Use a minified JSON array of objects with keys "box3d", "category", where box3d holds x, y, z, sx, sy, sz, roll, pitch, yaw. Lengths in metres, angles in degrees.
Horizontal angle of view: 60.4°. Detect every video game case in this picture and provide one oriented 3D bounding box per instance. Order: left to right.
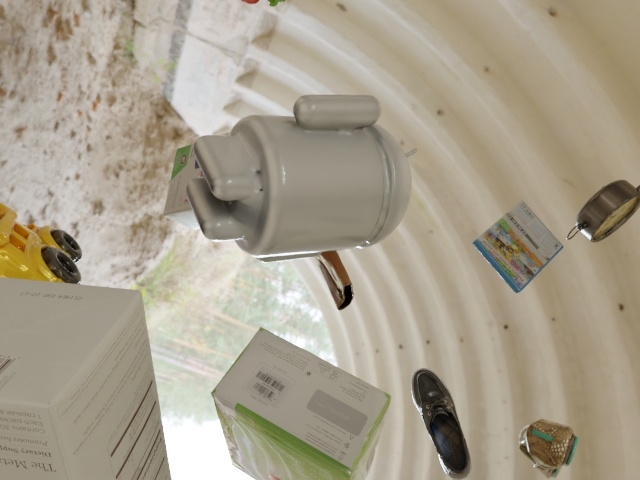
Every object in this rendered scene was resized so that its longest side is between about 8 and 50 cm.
[{"box3d":[0.368,0.008,1.017,0.166,0.119,0.015,-34,170,-33],"category":"video game case"}]

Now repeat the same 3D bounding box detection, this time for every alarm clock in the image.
[{"box3d":[0.550,-0.052,1.081,0.064,0.192,0.129,50,-23,29],"category":"alarm clock"}]

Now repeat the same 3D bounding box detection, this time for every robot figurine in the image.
[{"box3d":[-0.011,-0.082,0.816,0.200,0.353,0.300,62,-38,35],"category":"robot figurine"}]

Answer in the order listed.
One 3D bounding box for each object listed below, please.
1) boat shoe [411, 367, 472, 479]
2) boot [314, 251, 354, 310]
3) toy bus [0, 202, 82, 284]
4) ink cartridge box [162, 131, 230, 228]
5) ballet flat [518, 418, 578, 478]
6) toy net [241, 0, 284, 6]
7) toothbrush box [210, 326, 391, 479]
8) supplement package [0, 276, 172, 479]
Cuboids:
[{"box3d":[0.240,0.358,1.100,0.076,0.080,0.228,70,6,-60],"category":"boat shoe"},{"box3d":[0.000,0.000,1.308,0.264,0.096,0.280,97,-25,-54],"category":"boot"},{"box3d":[-0.501,0.017,0.857,0.149,0.211,0.220,-37,-149,-1],"category":"toy bus"},{"box3d":[-0.193,-0.116,1.068,0.212,0.093,0.154,-6,-112,36],"category":"ink cartridge box"},{"box3d":[0.311,0.283,0.764,0.073,0.067,0.206,-59,151,-19],"category":"ballet flat"},{"box3d":[-0.101,-0.412,0.835,0.232,0.045,0.122,30,-87,36],"category":"toy net"},{"box3d":[-0.028,0.284,0.804,0.122,0.206,0.283,-53,159,-34],"category":"toothbrush box"},{"box3d":[-0.218,0.171,0.447,0.134,0.139,0.244,-73,165,-61],"category":"supplement package"}]
